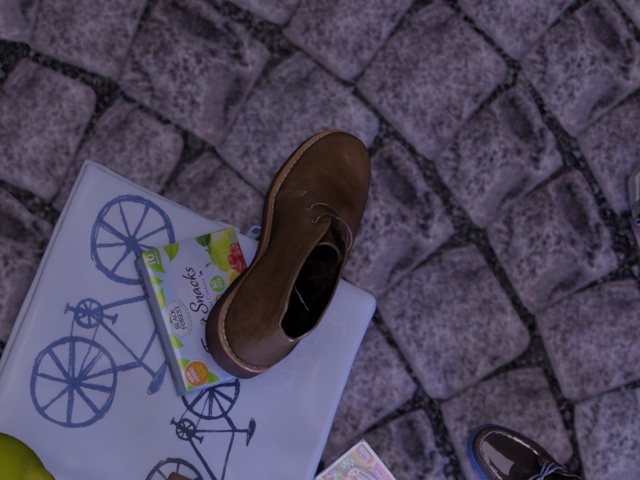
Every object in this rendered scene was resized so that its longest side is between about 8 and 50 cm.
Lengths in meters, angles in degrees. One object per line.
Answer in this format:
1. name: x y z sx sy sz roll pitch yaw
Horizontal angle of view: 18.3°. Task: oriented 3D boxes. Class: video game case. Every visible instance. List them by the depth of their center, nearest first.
1. video game case: 0.023 0.269 1.982 0.122 0.011 0.087 -38 89 -13

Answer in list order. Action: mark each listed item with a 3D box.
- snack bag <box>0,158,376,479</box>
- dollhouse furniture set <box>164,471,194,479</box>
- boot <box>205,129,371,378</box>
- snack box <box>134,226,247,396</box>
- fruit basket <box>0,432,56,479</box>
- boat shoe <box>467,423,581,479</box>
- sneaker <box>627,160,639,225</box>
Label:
1. snack bag: -0.134 0.125 1.949 0.342 0.037 0.323 23 71 -12
2. dollhouse furniture set: -0.099 0.431 1.797 0.286 0.198 0.303 -46 120 -16
3. boot: 0.000 0.000 1.929 0.112 0.115 0.305 41 50 -19
4. snack box: -0.111 0.069 1.929 0.100 0.037 0.141 -17 83 -21
5. fruit basket: -0.350 0.204 1.687 0.392 0.392 0.283 0 82 -10
6. boat shoe: 0.230 0.246 1.992 0.183 0.066 0.066 37 77 -2
7. sneaker: 0.415 -0.020 2.050 0.163 0.086 0.226 -23 75 -23
